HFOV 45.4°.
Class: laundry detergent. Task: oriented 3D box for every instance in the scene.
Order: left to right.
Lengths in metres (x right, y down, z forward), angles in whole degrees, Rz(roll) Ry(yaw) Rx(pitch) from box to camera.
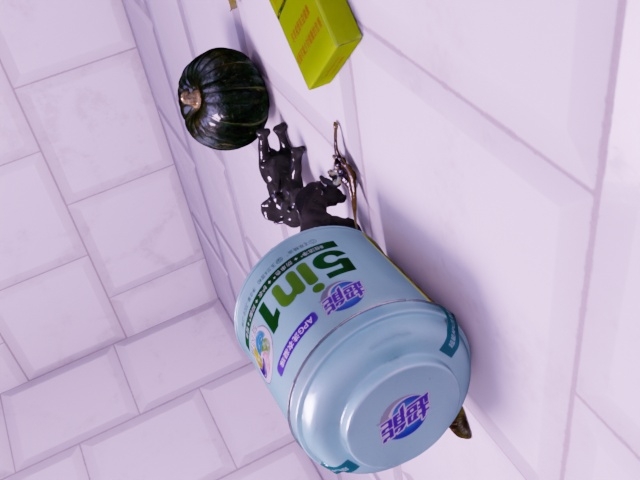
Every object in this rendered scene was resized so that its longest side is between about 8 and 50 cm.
[{"bbox_3d":[0.053,0.169,1.150,0.305,0.287,0.287,48,156,52],"label":"laundry detergent"}]

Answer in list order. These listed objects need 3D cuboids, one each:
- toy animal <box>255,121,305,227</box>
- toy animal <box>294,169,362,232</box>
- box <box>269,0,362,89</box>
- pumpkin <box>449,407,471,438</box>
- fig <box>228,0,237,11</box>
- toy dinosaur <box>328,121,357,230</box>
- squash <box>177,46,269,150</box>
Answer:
[{"bbox_3d":[-0.065,-0.123,1.507,0.245,0.114,0.146,-97,4,-50],"label":"toy animal"},{"bbox_3d":[0.000,0.000,1.328,0.148,0.233,0.084,31,152,-27],"label":"toy animal"},{"bbox_3d":[-0.048,-0.403,1.107,0.335,0.047,0.187,66,166,2],"label":"box"},{"bbox_3d":[0.221,0.295,1.261,0.083,0.028,0.050,65,164,-9],"label":"pumpkin"},{"bbox_3d":[-0.220,-0.527,1.399,0.159,0.159,0.257,50,175,48],"label":"fig"},{"bbox_3d":[0.039,-0.106,1.271,0.058,0.037,0.180,-173,62,-79],"label":"toy dinosaur"},{"bbox_3d":[-0.202,-0.288,1.570,0.218,0.172,0.218,56,161,30],"label":"squash"}]
